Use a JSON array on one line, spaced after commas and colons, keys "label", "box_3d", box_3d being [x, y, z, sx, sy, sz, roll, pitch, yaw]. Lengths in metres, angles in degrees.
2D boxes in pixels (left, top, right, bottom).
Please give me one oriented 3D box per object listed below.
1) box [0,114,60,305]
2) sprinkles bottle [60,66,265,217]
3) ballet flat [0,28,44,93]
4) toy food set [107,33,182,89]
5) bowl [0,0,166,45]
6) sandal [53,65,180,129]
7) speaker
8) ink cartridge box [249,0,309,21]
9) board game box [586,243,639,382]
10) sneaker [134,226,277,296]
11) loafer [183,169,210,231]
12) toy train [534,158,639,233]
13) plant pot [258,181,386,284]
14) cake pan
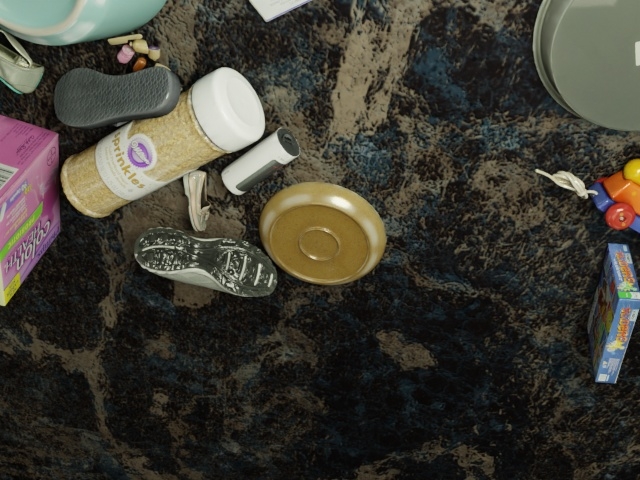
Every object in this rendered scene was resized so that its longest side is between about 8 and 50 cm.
[{"label": "box", "box_3d": [-0.557, -0.052, 1.184, 0.117, 0.214, 0.243, 18, 131, -2]}, {"label": "sprinkles bottle", "box_3d": [-0.261, -0.149, 1.099, 0.355, 0.121, 0.121, -22, 122, 28]}, {"label": "ballet flat", "box_3d": [-0.532, -0.317, 1.061, 0.213, 0.072, 0.068, 37, 108, -22]}, {"label": "toy food set", "box_3d": [-0.272, -0.275, 1.051, 0.077, 0.019, 0.122, -4, 148, 16]}, {"label": "bowl", "box_3d": [-0.363, -0.386, 0.895, 0.311, 0.163, 0.312, 7, 131, 8]}, {"label": "sandal", "box_3d": [-0.319, -0.216, 1.062, 0.254, 0.097, 0.054, 6, 175, 28]}, {"label": "speaker", "box_3d": [-0.099, -0.130, 1.123, 0.136, 0.055, 0.055, -30, 118, 31]}, {"label": "ink cartridge box", "box_3d": [-0.043, -0.400, 0.871, 0.206, 0.045, 0.208, -16, 147, 25]}, {"label": "board game box", "box_3d": [0.493, 0.125, 1.153, 0.035, 0.136, 0.201, 3, 131, 10]}, {"label": "sneaker", "box_3d": [-0.212, 0.043, 1.282, 0.271, 0.100, 0.108, 16, 164, -9]}, {"label": "loafer", "box_3d": [-0.214, -0.069, 1.209, 0.039, 0.045, 0.125, -1, 127, 5]}, {"label": "toy train", "box_3d": [0.463, -0.096, 1.003, 0.247, 0.105, 0.143, 28, 120, -11]}, {"label": "plant pot", "box_3d": [0.000, 0.000, 1.226, 0.236, 0.032, 0.237, 6, 131, 7]}, {"label": "cake pan", "box_3d": [0.433, -0.265, 0.891, 0.292, 0.054, 0.293, 6, 131, 7]}]
